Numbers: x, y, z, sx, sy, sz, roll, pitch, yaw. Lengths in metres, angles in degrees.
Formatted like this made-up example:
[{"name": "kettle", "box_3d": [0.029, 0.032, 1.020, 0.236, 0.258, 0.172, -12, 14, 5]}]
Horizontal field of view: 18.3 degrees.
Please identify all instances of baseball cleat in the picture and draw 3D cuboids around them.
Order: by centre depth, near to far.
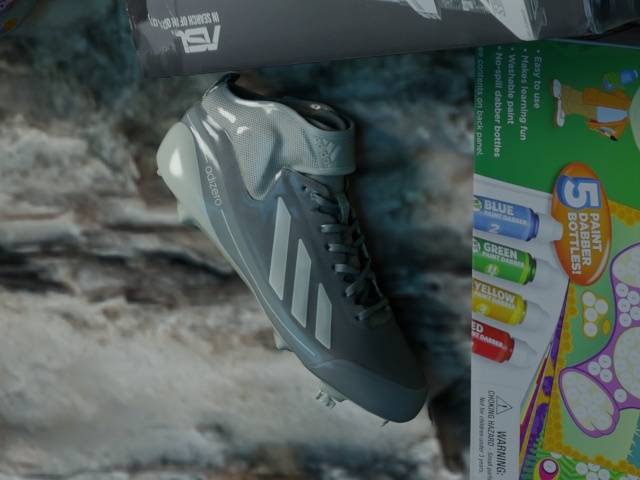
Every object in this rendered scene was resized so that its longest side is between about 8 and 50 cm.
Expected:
[{"name": "baseball cleat", "box_3d": [0.000, 0.000, 1.060, 0.206, 0.072, 0.109, 46, 116, 5]}]

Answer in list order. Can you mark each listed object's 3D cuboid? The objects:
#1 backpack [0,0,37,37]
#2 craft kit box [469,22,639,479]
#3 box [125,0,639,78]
[{"name": "backpack", "box_3d": [-0.217, -0.193, 1.080, 0.166, 0.144, 0.188, 38, 124, 8]}, {"name": "craft kit box", "box_3d": [0.193, 0.024, 0.967, 0.246, 0.061, 0.250, 7, 110, 25]}, {"name": "box", "box_3d": [0.010, -0.209, 0.938, 0.307, 0.076, 0.242, 1, 107, 46]}]
